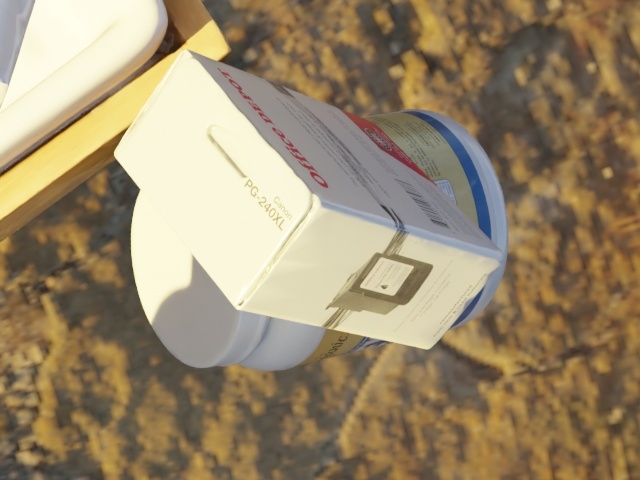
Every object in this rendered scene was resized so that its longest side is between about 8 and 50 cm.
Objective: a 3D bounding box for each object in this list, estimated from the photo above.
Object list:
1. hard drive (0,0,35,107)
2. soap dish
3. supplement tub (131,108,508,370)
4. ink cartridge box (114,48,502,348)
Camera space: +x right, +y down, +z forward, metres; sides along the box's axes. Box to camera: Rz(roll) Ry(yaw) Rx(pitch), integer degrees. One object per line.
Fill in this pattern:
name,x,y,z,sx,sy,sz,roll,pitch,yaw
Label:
hard drive,-0.179,-0.178,0.641,0.203,0.040,0.307,20,43,-13
soap dish,-0.214,-0.086,0.890,0.291,0.118,0.229,-36,73,1
supplement tub,0.000,0.000,1.121,0.199,0.144,0.144,-11,84,-35
ink cartridge box,-0.004,-0.016,0.822,0.150,0.063,0.109,15,28,-52
